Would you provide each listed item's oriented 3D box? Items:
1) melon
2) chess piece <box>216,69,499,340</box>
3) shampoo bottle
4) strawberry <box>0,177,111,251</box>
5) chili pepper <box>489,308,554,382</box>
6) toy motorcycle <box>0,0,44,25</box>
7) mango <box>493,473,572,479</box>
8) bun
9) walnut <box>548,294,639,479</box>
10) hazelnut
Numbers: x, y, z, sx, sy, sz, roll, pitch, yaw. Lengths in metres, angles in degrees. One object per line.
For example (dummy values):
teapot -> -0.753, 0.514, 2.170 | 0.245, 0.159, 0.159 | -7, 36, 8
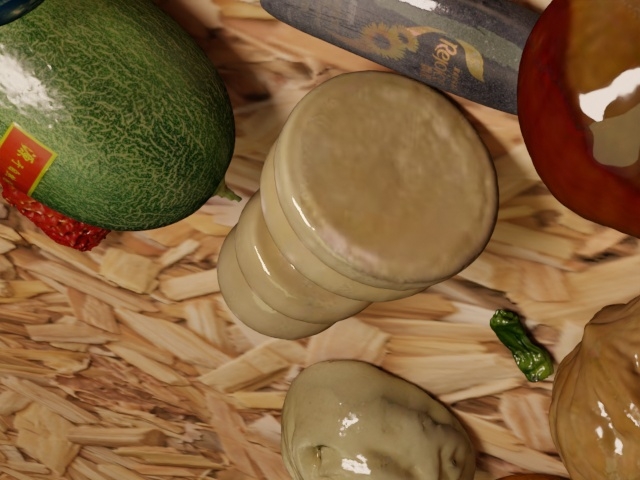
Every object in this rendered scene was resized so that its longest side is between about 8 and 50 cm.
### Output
melon -> -0.179, -0.111, 0.930 | 0.287, 0.182, 0.182 | 36, 148, -6
chess piece -> 0.000, 0.000, 0.971 | 0.167, 0.167, 0.299 | 35, 152, -7
shampoo bottle -> 0.072, -0.140, 0.804 | 0.233, 0.049, 0.087 | 24, 150, 10
strawberry -> -0.247, -0.046, 1.176 | 0.121, 0.082, 0.188 | 16, 143, 17
chili pepper -> 0.175, 0.090, 1.066 | 0.030, 0.034, 0.091 | -28, 120, 17
toy motorcycle -> -0.271, -0.247, 0.795 | 0.331, 0.125, 0.196 | 19, 137, 34
mango -> 0.251, 0.300, 1.200 | 0.252, 0.126, 0.154 | -6, 145, 43
bun -> 0.048, 0.231, 1.268 | 0.231, 0.133, 0.231 | 21, 145, 15
walnut -> 0.271, 0.127, 0.890 | 0.213, 0.213, 0.213 | 22, 147, 15
hazelnut -> 0.212, -0.066, 0.672 | 0.212, 0.181, 0.181 | 13, 123, 10
